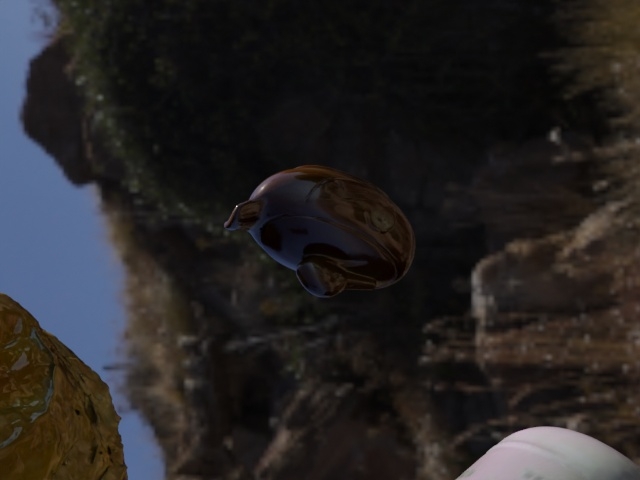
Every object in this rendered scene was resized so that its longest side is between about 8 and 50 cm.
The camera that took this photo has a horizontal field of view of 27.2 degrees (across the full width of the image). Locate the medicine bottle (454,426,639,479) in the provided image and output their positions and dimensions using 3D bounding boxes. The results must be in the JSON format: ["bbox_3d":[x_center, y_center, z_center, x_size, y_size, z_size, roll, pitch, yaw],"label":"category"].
[{"bbox_3d":[0.135,0.329,1.016,0.325,0.256,0.256,-37,-40,-24],"label":"medicine bottle"}]

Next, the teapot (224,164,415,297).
[{"bbox_3d":[0.000,0.000,0.889,0.098,0.129,0.078,-45,25,56],"label":"teapot"}]

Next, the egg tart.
[{"bbox_3d":[-0.299,0.131,1.002,0.341,0.341,0.129,-76,10,-50],"label":"egg tart"}]
